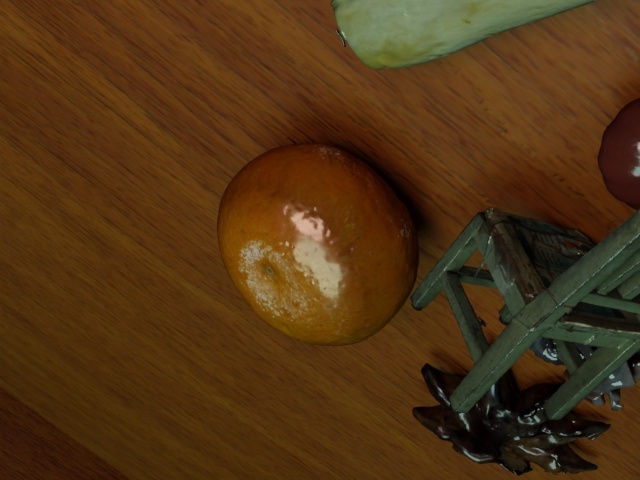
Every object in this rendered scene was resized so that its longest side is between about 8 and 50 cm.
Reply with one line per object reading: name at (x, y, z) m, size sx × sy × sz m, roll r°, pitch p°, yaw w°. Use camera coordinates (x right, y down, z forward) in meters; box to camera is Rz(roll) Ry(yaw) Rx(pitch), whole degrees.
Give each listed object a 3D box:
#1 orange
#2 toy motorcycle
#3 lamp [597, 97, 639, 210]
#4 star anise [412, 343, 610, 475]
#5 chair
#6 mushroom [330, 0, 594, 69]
orange at (0.000, 0.000, 0.752) m, size 0.224 × 0.170 × 0.224 m, roll 21°, pitch 131°, yaw 26°
toy motorcycle at (0.321, 0.110, 0.716) m, size 0.213 × 0.084 × 0.118 m, roll -14°, pitch 114°, yaw 38°
lamp at (0.267, -0.069, 0.551) m, size 0.101 × 0.090 × 0.101 m, roll -4°, pitch 124°, yaw -6°
star anise at (0.233, 0.245, 0.909) m, size 0.272 × 0.102 × 0.272 m, roll 17°, pitch 139°, yaw 15°
chair at (0.215, 0.029, 0.626) m, size 0.136 × 0.147 × 0.270 m, roll 10°, pitch 132°, yaw -24°
mushroom at (0.139, -0.198, 0.510) m, size 0.312 × 0.081 × 0.100 m, roll -8°, pitch 121°, yaw 43°
